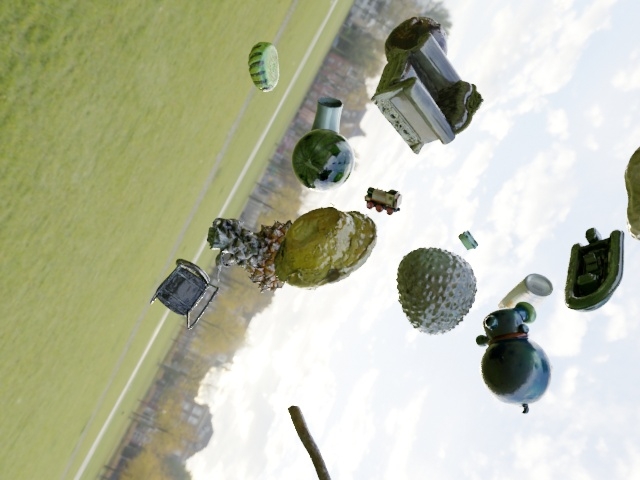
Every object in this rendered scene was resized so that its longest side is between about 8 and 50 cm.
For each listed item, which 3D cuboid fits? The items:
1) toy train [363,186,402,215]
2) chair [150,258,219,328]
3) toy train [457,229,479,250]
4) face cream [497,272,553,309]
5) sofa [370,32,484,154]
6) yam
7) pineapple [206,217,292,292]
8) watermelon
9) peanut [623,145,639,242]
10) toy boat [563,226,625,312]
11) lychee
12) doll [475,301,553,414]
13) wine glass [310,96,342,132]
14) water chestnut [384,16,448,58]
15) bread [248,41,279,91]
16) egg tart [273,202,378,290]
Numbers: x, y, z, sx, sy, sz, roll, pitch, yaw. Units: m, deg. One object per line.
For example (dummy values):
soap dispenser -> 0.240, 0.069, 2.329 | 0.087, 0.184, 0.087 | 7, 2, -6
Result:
toy train -> 0.209, -0.138, 1.814 | 0.050, 0.138, 0.086 | -39, 140, -46
chair -> -0.403, 0.143, 1.590 | 0.145, 0.140, 0.221 | -52, -163, -5
toy train -> 0.621, 0.001, 2.267 | 0.038, 0.093, 0.056 | -42, -173, -32
face cream -> 0.658, 0.188, 1.733 | 0.073, 0.107, 0.269 | -52, 165, -19
sofa -> 0.266, -0.372, 1.312 | 0.182, 0.200, 0.258 | -23, -146, 40
yam -> -0.021, 0.651, 1.639 | 0.045, 0.326, 0.045 | -28, 146, -3
pineapple -> -0.242, 0.021, 1.742 | 0.263, 0.272, 0.262 | -23, -122, 44
watermelon -> 0.001, -0.233, 1.578 | 0.215, 0.188, 0.188 | -20, 148, -54
peanut -> 0.941, -0.138, 1.542 | 0.136, 0.121, 0.298 | 133, -40, -77
toy boat -> 0.481, 0.053, 0.950 | 0.104, 0.052, 0.210 | -24, -157, 45
lychee -> 0.337, 0.146, 1.612 | 0.274, 0.256, 0.255 | -66, -171, -23
doll -> 0.554, 0.339, 1.565 | 0.198, 0.186, 0.321 | -42, -132, 44
wine glass -> 0.014, -0.382, 1.891 | 0.103, 0.103, 0.230 | -73, 175, -52
water chestnut -> 0.342, -0.667, 1.893 | 0.224, 0.238, 0.223 | -16, -119, 31
bread -> -0.172, -0.521, 1.613 | 0.130, 0.071, 0.139 | -69, 155, -47
egg tart -> 0.000, 0.000, 1.382 | 0.295, 0.116, 0.294 | -19, -142, 16
